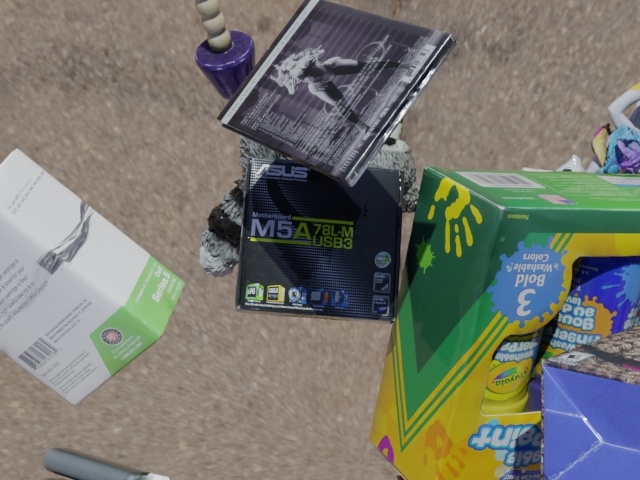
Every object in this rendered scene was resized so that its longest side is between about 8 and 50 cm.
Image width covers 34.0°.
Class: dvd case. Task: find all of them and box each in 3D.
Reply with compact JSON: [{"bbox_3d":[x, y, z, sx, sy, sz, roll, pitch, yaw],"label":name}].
[{"bbox_3d":[0.008,-0.150,1.005,0.221,0.018,0.165,29,81,47],"label":"dvd case"}]

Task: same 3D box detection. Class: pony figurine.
[{"bbox_3d":[0.591,-0.118,1.895,0.351,0.303,0.363,41,104,-9],"label":"pony figurine"}]

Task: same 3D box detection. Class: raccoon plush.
[{"bbox_3d":[-0.002,-0.047,1.824,0.299,0.216,0.446,46,125,33],"label":"raccoon plush"}]

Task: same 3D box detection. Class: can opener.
[{"bbox_3d":[-0.204,0.293,1.179,0.280,0.093,0.074,6,83,33],"label":"can opener"}]

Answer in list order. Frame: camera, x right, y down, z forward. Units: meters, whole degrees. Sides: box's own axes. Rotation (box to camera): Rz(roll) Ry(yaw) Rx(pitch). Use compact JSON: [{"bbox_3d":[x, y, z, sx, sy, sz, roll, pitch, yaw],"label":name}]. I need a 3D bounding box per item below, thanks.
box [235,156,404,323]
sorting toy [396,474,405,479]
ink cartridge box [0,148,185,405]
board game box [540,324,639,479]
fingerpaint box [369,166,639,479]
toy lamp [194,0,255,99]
[{"bbox_3d":[0.000,0.000,1.234,0.190,0.045,0.184,6,80,-3],"label":"box"},{"bbox_3d":[0.163,0.337,1.425,0.274,0.132,0.046,-34,118,-42],"label":"sorting toy"},{"bbox_3d":[-0.340,0.050,1.297,0.273,0.115,0.198,42,125,-17],"label":"ink cartridge box"},{"bbox_3d":[0.401,0.179,1.067,0.232,0.291,0.141,8,103,45],"label":"board game box"},{"bbox_3d":[0.317,0.110,1.305,0.444,0.163,0.371,0,111,-29],"label":"fingerpaint box"},{"bbox_3d":[-0.134,-0.285,1.241,0.080,0.275,0.080,-8,47,9],"label":"toy lamp"}]
